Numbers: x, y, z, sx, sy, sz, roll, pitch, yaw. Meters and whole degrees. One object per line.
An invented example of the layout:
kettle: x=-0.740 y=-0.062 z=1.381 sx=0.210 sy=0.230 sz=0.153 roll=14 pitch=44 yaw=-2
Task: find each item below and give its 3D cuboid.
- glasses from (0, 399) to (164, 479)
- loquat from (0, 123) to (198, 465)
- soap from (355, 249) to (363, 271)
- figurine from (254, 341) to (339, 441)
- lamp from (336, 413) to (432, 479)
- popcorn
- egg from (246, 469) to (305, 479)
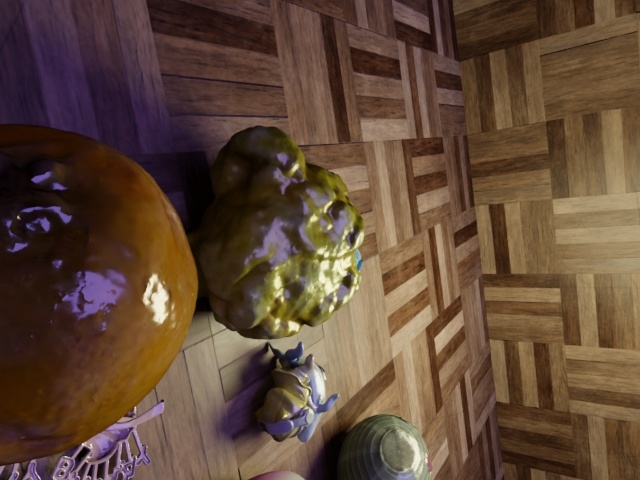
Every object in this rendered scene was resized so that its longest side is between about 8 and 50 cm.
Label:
glasses: x=-0.312 y=0.263 z=0.596 sx=0.255 sy=0.095 sz=0.162 roll=35 pitch=65 yaw=-45
loquat: x=-0.287 y=0.047 z=0.449 sx=0.328 sy=0.328 sz=0.328 roll=6 pitch=82 yaw=-54
soap: x=0.000 y=0.000 z=1.067 sx=0.156 sy=0.077 sz=0.293 roll=-57 pitch=130 yaw=-39
figurine: x=-0.055 y=0.308 z=0.932 sx=0.184 sy=0.128 sz=0.208 roll=-19 pitch=95 yaw=-51
lamp: x=0.152 y=0.553 z=1.120 sx=0.233 sy=0.233 sz=0.265 roll=57 pitch=30 yaw=-35
popcorn: x=-0.071 y=0.004 z=0.791 sx=0.292 sy=0.293 sz=0.334 roll=73 pitch=26 yaw=-73
egg: x=-0.105 y=0.517 z=0.780 sx=0.271 sy=0.196 sz=0.196 roll=-4 pitch=90 yaw=-57
